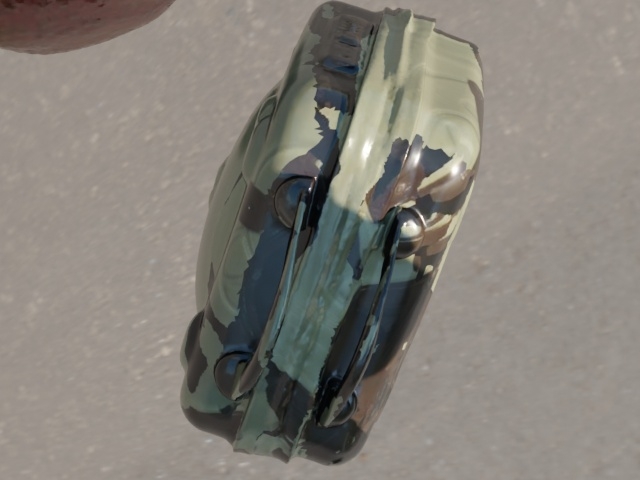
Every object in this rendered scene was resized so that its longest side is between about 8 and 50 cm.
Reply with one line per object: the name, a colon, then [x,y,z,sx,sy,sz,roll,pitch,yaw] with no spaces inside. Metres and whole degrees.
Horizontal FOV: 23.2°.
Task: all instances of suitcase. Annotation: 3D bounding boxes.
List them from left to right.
suitcase: [0.000,0.000,1.248,0.194,0.351,0.339,18,28,-3]

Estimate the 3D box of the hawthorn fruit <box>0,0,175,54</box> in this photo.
hawthorn fruit: [-0.237,-0.334,1.539,0.369,0.285,0.284,-10,83,6]
